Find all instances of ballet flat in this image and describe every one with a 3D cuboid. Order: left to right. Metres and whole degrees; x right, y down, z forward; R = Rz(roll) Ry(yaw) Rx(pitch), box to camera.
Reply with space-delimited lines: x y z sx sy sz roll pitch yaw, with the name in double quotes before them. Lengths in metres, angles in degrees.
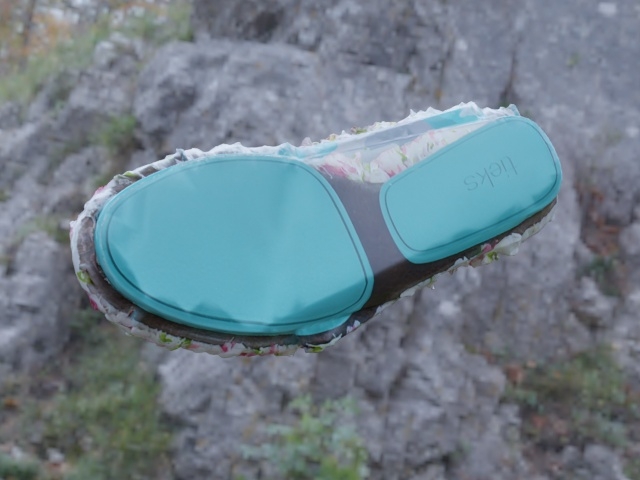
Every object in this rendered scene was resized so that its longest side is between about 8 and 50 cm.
"ballet flat" 0.000 0.000 0.536 0.241 0.091 0.077 -12 -9 -36
